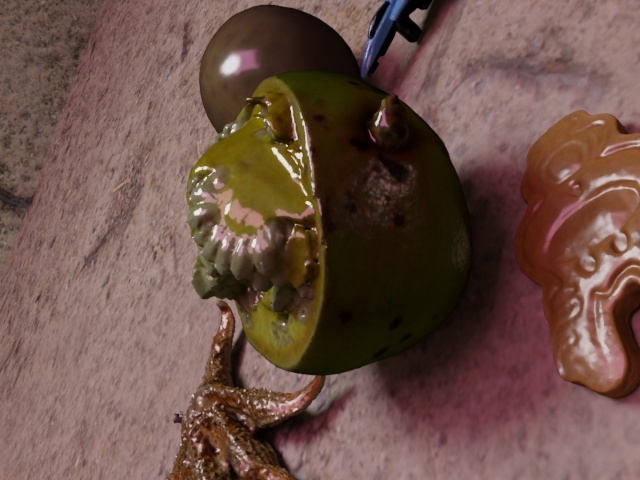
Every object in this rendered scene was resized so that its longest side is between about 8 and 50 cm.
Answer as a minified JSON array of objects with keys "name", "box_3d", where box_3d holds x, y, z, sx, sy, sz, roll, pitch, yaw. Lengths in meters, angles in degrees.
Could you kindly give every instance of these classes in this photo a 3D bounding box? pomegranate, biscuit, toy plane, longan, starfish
[{"name":"pomegranate","box_3d":[0.000,0.000,0.675,0.340,0.260,0.260,114,167,-63]},{"name":"biscuit","box_3d":[0.208,-0.008,0.549,0.144,0.040,0.236,-36,42,28]},{"name":"toy plane","box_3d":[0.112,-0.297,0.871,0.169,0.078,0.246,23,92,59]},{"name":"longan","box_3d":[-0.051,-0.191,0.919,0.220,0.196,0.196,23,86,56]},{"name":"starfish","box_3d":[-0.108,0.227,0.788,0.293,0.084,0.301,11,72,59]}]
